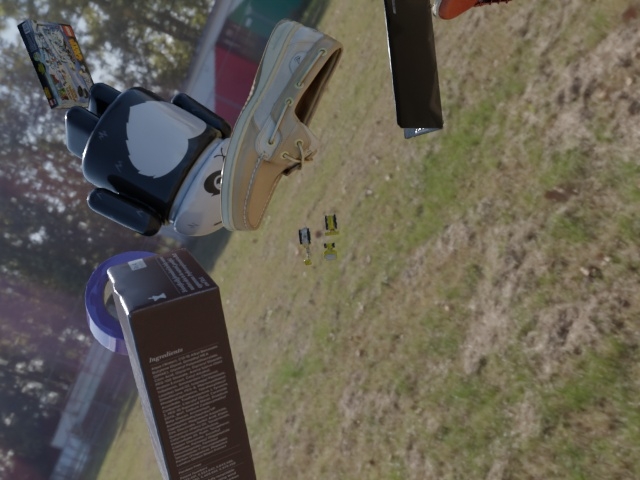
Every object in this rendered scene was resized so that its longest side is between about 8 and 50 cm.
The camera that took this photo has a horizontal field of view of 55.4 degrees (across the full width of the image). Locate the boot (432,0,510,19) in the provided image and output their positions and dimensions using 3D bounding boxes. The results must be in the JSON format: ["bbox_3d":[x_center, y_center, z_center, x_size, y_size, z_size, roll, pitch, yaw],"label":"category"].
[{"bbox_3d":[0.246,-0.375,0.910,0.158,0.059,0.084,-36,59,4],"label":"boot"}]

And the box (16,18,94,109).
[{"bbox_3d":[-0.415,-0.280,0.976,0.027,0.137,0.094,-18,6,25],"label":"box"}]

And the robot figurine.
[{"bbox_3d":[-0.242,-0.124,0.925,0.209,0.278,0.173,-59,3,5],"label":"robot figurine"}]

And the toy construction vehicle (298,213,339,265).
[{"bbox_3d":[0.000,0.000,1.291,0.035,0.086,0.098,59,-158,-75],"label":"toy construction vehicle"}]

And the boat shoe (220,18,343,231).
[{"bbox_3d":[-0.028,-0.083,0.465,0.063,0.059,0.170,15,-88,-79],"label":"boat shoe"}]

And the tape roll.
[{"bbox_3d":[-0.352,0.120,1.174,0.080,0.189,0.189,121,165,-55],"label":"tape roll"}]

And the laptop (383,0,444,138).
[{"bbox_3d":[0.142,-0.311,1.120,0.264,0.137,0.234,-168,71,-74],"label":"laptop"}]

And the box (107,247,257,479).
[{"bbox_3d":[-0.218,0.225,0.969,0.191,0.143,0.381,34,137,58],"label":"box"}]
